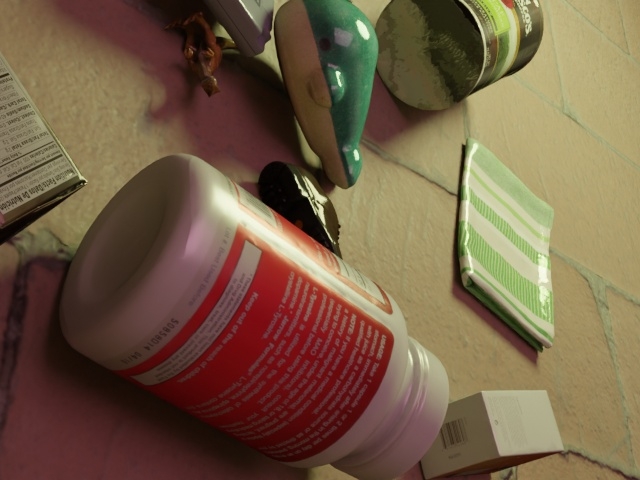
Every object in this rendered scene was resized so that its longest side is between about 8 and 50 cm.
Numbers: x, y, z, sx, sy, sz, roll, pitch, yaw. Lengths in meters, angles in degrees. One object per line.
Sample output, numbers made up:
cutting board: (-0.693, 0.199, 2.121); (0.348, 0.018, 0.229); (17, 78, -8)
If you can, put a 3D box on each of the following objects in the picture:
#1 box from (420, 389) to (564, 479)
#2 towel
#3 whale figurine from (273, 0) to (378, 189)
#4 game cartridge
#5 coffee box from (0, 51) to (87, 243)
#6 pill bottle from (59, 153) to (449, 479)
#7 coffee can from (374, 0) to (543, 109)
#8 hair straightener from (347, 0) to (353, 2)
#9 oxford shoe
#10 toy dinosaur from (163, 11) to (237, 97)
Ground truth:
box: (0.232, 0.269, 1.435); (0.170, 0.130, 0.091); (9, 61, -46)
towel: (0.327, 0.003, 1.790); (0.248, 0.038, 0.324); (38, 43, -27)
whale figurine: (0.025, -0.213, 1.453); (0.216, 0.141, 0.272); (-119, -167, -82)
game cartridge: (-0.130, -0.411, 1.425); (0.294, 0.060, 0.196); (-89, 155, -44)
coffee box: (-0.373, -0.123, 0.937); (0.297, 0.168, 0.119); (58, 37, -7)
pill bottle: (-0.055, 0.104, 1.119); (0.408, 0.229, 0.229); (36, 44, -30)
coffee can: (0.241, -0.350, 1.773); (0.275, 0.201, 0.201); (-33, 94, -53)
hair straightener: (0.029, -0.417, 1.688); (0.089, 0.047, 0.230); (45, 35, -22)
oxford shoe: (0.000, 0.000, 1.372); (0.096, 0.083, 0.227); (1, 68, -54)
toy dinosaur: (-0.152, -0.255, 1.387); (0.112, 0.064, 0.211); (58, 23, -25)
